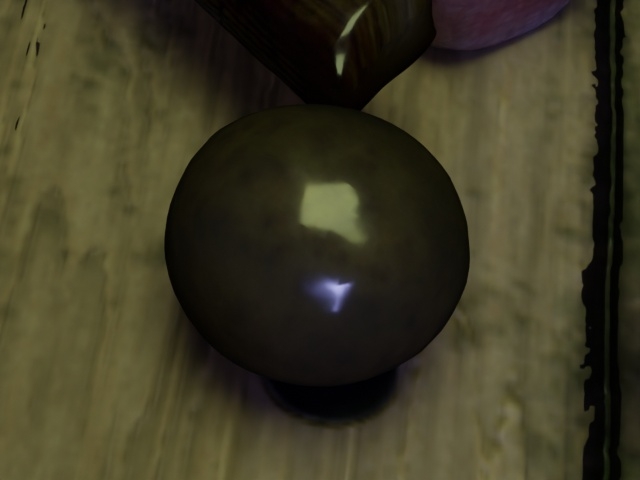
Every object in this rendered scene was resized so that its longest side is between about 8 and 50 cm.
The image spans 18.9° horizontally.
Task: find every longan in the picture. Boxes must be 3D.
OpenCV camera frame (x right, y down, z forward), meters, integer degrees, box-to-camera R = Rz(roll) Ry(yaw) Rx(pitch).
[{"bbox_3d":[0.000,0.000,0.662,0.106,0.106,0.119,24,13,10],"label":"longan"}]

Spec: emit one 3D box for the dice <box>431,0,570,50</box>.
[{"bbox_3d":[0.061,-0.139,0.777,0.094,0.093,0.091,-27,60,-28],"label":"dice"}]

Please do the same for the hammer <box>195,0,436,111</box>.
[{"bbox_3d":[-0.102,-0.189,0.774,0.242,0.095,0.409,-32,58,-29],"label":"hammer"}]
